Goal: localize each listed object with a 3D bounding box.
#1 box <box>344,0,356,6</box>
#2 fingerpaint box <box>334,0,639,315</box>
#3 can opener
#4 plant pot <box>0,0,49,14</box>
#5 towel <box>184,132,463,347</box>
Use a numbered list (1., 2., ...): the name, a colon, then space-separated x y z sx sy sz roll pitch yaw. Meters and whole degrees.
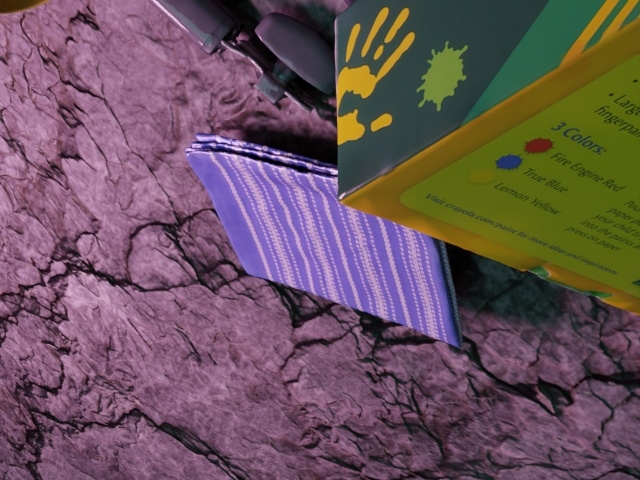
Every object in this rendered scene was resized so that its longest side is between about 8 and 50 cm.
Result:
1. box: 0.106 -0.334 0.595 0.294 0.182 0.296 -23 113 43
2. fingerpaint box: 0.293 -0.098 0.546 0.445 0.163 0.371 18 148 -33
3. can opener: -0.099 -0.246 0.904 0.283 0.076 0.095 42 105 -5
4. plant pot: -0.351 -0.331 0.948 0.134 0.134 0.095 -36 77 46
5. towel: 0.000 0.000 0.998 0.336 0.040 0.243 17 143 35
